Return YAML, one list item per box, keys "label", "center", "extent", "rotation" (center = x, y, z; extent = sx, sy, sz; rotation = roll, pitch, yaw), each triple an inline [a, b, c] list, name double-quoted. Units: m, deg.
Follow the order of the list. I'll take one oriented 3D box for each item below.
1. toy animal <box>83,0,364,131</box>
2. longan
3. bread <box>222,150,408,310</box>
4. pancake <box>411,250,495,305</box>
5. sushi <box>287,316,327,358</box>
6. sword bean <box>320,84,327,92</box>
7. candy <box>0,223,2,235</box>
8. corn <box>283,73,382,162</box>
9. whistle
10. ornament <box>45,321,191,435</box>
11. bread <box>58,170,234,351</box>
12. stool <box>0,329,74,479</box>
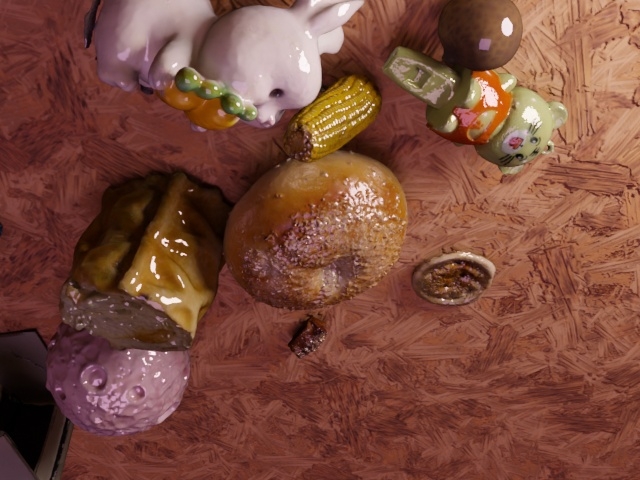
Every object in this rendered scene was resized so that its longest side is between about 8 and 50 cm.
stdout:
- label: "toy animal"
  center: [-0.114, -0.240, 1.065]
  extent: [0.310, 0.247, 0.183]
  rotation: [11, 155, 13]
- label: "longan"
  center: [0.204, -0.269, 1.102]
  extent: [0.113, 0.092, 0.113]
  rotation: [1, 104, 3]
- label: "bread"
  center: [0.000, 0.000, 1.325]
  extent: [0.306, 0.158, 0.305]
  rotation: [-14, 143, -11]
- label: "pancake"
  center: [0.234, 0.067, 1.508]
  extent: [0.152, 0.025, 0.151]
  rotation: [2, 138, 2]
- label: "sushi"
  center: [-0.022, 0.187, 1.631]
  extent: [0.055, 0.052, 0.120]
  rotation: [32, 128, -8]
- label: "sword bean"
  center: [-0.013, -0.224, 1.224]
  extent: [0.083, 0.012, 0.012]
  rotation: [24, 132, -19]
- label: "candy"
  center: [-0.690, -0.012, 1.373]
  extent: [0.306, 0.157, 0.100]
  rotation: [28, 131, -25]
- label: "corn"
  center: [0.016, -0.165, 1.138]
  extent: [0.080, 0.231, 0.080]
  rotation: [11, 117, 22]
- label: "whistle"
  center: [0.215, -0.185, 1.185]
  extent: [0.288, 0.106, 0.131]
  rotation: [24, 126, -22]
- label: "ornament"
  center: [-0.363, 0.217, 1.534]
  extent: [0.259, 0.259, 0.225]
  rotation: [2, 130, 0]
- label: "bread"
  center: [-0.269, 0.035, 1.346]
  extent: [0.239, 0.252, 0.196]
  rotation: [-3, 141, 13]
- label: "stool"
  center: [-0.621, 0.353, 1.692]
  extent: [0.170, 0.243, 0.269]
  rotation: [-4, 136, 6]
